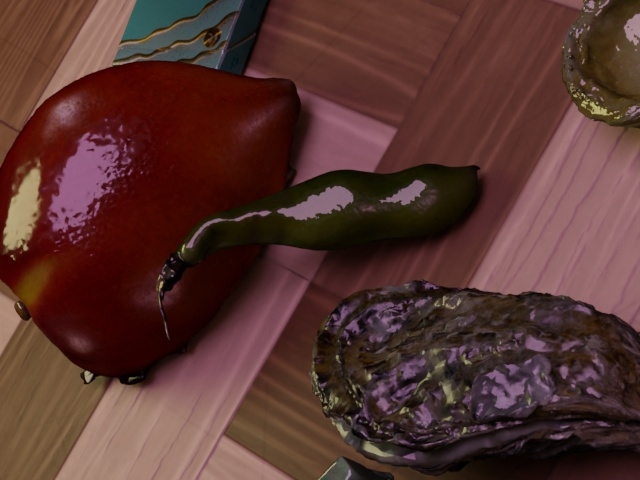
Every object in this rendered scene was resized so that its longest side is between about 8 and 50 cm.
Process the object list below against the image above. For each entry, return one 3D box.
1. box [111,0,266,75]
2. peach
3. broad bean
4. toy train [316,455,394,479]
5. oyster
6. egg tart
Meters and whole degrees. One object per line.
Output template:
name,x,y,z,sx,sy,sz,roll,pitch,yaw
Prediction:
box,-0.120,-0.277,1.904,0.162,0.041,0.229,6,71,40
peach,-0.185,-0.050,1.729,0.361,0.201,0.257,-46,47,9
broad bean,-0.004,-0.010,1.621,0.318,0.056,0.098,-23,74,4
toy train,0.079,0.316,1.390,0.159,0.129,0.326,-49,47,11
oyster,0.145,0.119,1.436,0.351,0.158,0.162,7,80,28
egg tart,0.297,-0.166,1.505,0.197,0.078,0.197,-19,55,29
